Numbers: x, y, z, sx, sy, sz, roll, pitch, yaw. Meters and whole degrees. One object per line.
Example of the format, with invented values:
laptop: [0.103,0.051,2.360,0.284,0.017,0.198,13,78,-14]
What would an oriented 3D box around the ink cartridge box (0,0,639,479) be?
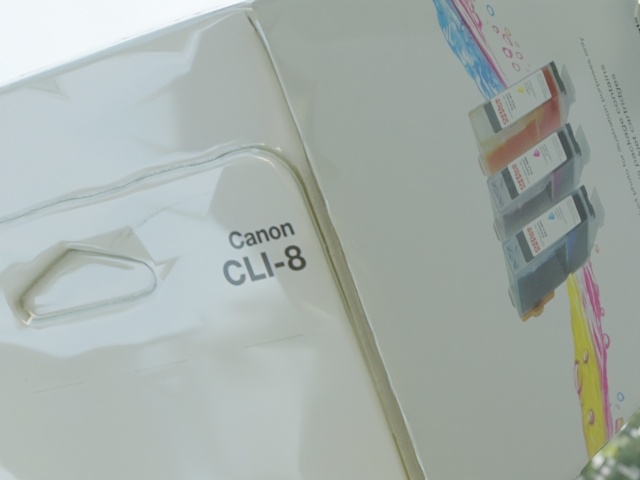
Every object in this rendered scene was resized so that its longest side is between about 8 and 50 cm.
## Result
ink cartridge box: [0.000,0.000,0.429,0.176,0.128,0.127,-30,-77,-54]
